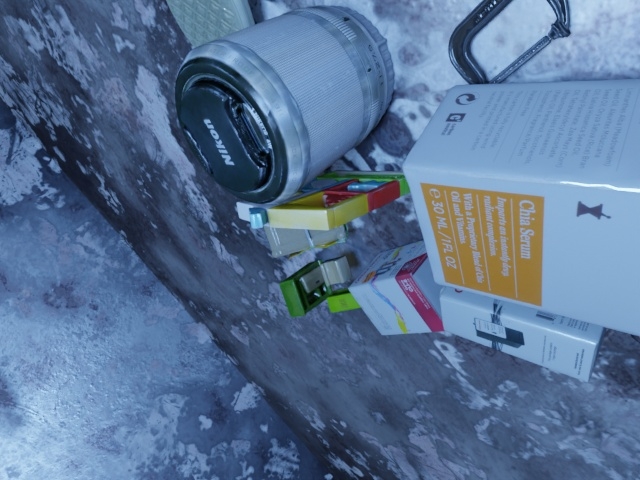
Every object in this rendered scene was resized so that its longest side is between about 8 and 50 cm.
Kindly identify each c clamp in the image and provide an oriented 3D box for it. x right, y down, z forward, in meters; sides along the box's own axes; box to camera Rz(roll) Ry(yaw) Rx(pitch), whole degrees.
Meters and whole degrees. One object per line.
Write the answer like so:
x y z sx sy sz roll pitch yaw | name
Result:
0.227 -0.228 0.498 0.137 0.022 0.160 52 140 7 | c clamp

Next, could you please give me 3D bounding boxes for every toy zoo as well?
0.005 -0.068 0.662 0.193 0.293 0.030 9 115 41 | toy zoo

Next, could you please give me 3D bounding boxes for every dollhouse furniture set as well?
0.000 0.000 0.935 0.198 0.151 0.301 -16 96 30 | dollhouse furniture set

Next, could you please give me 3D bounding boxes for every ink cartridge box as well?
0.170 0.089 0.785 0.127 0.128 0.176 54 144 -9 | ink cartridge box
0.308 0.093 0.625 0.209 0.153 0.086 16 136 38 | ink cartridge box

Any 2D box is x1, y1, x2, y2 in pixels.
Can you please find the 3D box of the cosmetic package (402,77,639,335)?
0.339 -0.023 0.422 0.454 0.161 0.230 12 146 36 | cosmetic package

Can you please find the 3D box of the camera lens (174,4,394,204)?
-0.047 -0.199 0.601 0.220 0.274 0.219 28 141 25 | camera lens

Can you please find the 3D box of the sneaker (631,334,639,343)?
0.514 0.153 0.567 0.158 0.061 0.065 31 169 22 | sneaker

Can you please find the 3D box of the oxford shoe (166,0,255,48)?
-0.187 -0.451 0.643 0.169 0.130 0.449 14 149 30 | oxford shoe
